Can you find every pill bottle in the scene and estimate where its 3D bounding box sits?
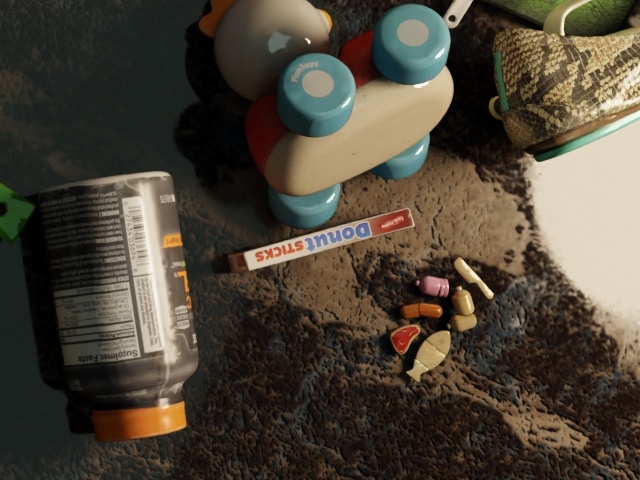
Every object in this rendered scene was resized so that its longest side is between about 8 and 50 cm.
[{"bbox_3d":[-0.186,0.064,1.748,0.130,0.130,0.245,-8,91,-18],"label":"pill bottle"}]

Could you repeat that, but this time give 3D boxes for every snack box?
[{"bbox_3d":[0.000,0.000,1.846,0.178,0.064,0.022,-15,91,-18],"label":"snack box"}]

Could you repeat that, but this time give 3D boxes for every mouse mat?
[{"bbox_3d":[0.263,-0.289,1.924,0.190,0.007,0.152,19,110,-27],"label":"mouse mat"}]

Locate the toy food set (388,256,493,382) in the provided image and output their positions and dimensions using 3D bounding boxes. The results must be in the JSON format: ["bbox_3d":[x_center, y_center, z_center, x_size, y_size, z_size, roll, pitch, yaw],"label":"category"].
[{"bbox_3d":[0.115,0.078,1.906,0.122,0.019,0.078,-44,101,-7],"label":"toy food set"}]

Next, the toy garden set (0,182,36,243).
[{"bbox_3d":[-0.414,0.018,1.718,0.204,0.049,0.244,32,84,-8],"label":"toy garden set"}]

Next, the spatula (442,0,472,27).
[{"bbox_3d":[0.142,-0.352,1.889,0.168,0.019,0.242,31,104,-12],"label":"spatula"}]

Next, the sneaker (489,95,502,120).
[{"bbox_3d":[0.218,-0.130,1.938,0.083,0.035,0.031,14,84,-17],"label":"sneaker"}]

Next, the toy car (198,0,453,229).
[{"bbox_3d":[-0.012,-0.178,1.809,0.210,0.219,0.238,-29,68,-17],"label":"toy car"}]

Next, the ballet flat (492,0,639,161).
[{"bbox_3d":[0.391,-0.222,1.925,0.483,0.164,0.182,-16,89,-22],"label":"ballet flat"}]
